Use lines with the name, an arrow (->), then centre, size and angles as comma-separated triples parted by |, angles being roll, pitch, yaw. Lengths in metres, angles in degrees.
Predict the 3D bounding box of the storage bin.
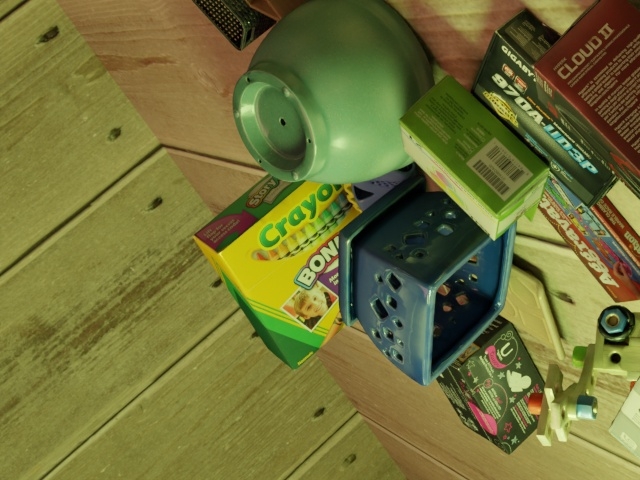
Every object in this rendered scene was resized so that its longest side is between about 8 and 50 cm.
storage bin -> -0.162, -0.433, 1.947 | 0.180, 0.084, 0.122 | 49, 166, 5

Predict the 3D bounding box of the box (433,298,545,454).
box -> 0.320, 0.260, 2.179 | 0.163, 0.142, 0.247 | 28, 154, 57

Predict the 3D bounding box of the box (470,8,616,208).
box -> 0.290, -0.156, 1.379 | 0.220, 0.051, 0.175 | 47, 166, 11

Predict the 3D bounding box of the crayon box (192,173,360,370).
crayon box -> 0.000, 0.000, 2.011 | 0.106, 0.363, 0.313 | 33, 159, 48

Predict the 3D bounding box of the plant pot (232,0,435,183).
plant pot -> -0.003, -0.201, 1.653 | 0.293, 0.196, 0.293 | 31, 138, 33

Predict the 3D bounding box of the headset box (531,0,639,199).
headset box -> 0.330, -0.113, 1.118 | 0.293, 0.110, 0.218 | 47, -172, 9

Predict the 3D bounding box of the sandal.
sandal -> 0.105, -0.128, 1.873 | 0.138, 0.126, 0.317 | 27, 156, 45

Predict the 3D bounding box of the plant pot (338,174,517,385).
plant pot -> 0.157, 0.048, 1.792 | 0.212, 0.236, 0.236 | 30, 141, 30

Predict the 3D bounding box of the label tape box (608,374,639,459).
label tape box -> 0.447, 0.104, 1.176 | 0.115, 0.249, 0.347 | 43, 165, 23

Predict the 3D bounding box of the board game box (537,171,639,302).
board game box -> 0.359, -0.032, 1.545 | 0.281, 0.027, 0.145 | 50, 167, -3

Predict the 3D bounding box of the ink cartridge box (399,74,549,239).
ink cartridge box -> 0.211, -0.092, 1.562 | 0.189, 0.097, 0.255 | 46, 174, 15

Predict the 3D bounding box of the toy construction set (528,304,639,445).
toy construction set -> 0.436, 0.193, 1.441 | 0.328, 0.215, 0.151 | 4, 168, 15

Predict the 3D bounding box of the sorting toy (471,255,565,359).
sorting toy -> 0.336, 0.090, 1.921 | 0.208, 0.038, 0.193 | 41, 164, 46

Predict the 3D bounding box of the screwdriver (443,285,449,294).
screwdriver -> 0.258, 0.117, 2.239 | 0.025, 0.024, 0.170 | -100, -14, -53

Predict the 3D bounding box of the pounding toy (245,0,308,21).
pounding toy -> -0.077, -0.424, 1.735 | 0.130, 0.100, 0.141 | 36, 171, 44
